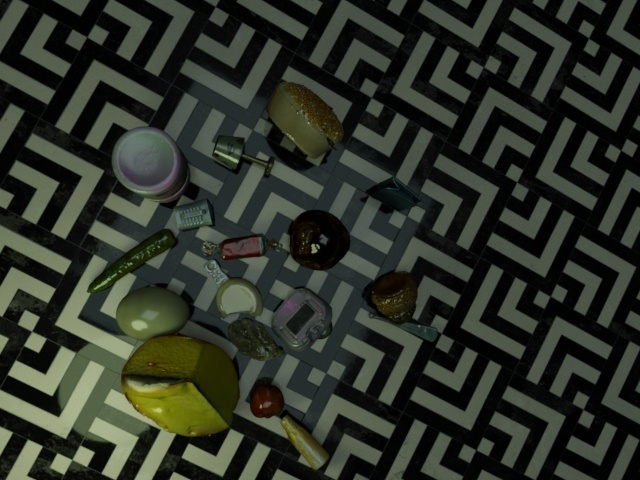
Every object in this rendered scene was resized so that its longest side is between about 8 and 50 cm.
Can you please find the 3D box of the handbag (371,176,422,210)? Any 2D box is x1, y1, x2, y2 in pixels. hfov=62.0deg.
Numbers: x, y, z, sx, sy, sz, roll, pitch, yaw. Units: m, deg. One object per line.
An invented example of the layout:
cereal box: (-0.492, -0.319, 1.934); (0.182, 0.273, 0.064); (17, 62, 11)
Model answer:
handbag: (0.276, -0.162, 1.924); (0.144, 0.221, 0.057); (30, 84, -5)

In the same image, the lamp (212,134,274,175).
lamp: (-0.274, -0.304, 1.906); (0.214, 0.121, 0.122); (20, 86, -16)

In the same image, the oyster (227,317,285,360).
oyster: (-0.243, 0.369, 1.922); (0.132, 0.072, 0.209); (-39, 92, -9)

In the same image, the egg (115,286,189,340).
egg: (-0.572, 0.251, 1.820); (0.241, 0.186, 0.186); (5, 88, -10)

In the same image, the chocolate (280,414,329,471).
chocolate: (-0.063, 0.727, 1.940); (0.085, 0.085, 0.219); (-39, 90, -7)

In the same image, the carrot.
carrot: (-0.669, 0.076, 1.873); (0.358, 0.074, 0.074); (-34, 93, -4)

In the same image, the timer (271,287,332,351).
timer: (-0.070, 0.279, 1.903); (0.190, 0.069, 0.208); (36, 81, 34)

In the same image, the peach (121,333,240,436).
peach: (-0.473, 0.470, 1.786); (0.306, 0.243, 0.380); (-19, 130, 20)

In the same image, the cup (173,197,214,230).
cup: (-0.443, -0.090, 1.874); (0.129, 0.128, 0.095); (-14, 93, -5)

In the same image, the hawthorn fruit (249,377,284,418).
hawthorn fruit: (-0.190, 0.569, 1.899); (0.125, 0.125, 0.140); (0, 91, -8)

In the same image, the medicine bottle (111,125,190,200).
medicine bottle: (-0.548, -0.241, 1.763); (0.211, 0.325, 0.212); (0, 88, -8)

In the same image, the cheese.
cheese: (-0.308, 0.171, 1.916); (0.163, 0.071, 0.249); (-18, 91, -7)

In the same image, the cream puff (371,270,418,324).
cream puff: (0.290, 0.226, 1.962); (0.183, 0.183, 0.169); (-31, 114, -7)

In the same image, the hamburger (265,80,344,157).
hamburger: (-0.051, -0.428, 1.856); (0.170, 0.302, 0.302); (-42, 95, 11)

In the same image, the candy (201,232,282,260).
candy: (-0.282, 0.024, 1.927); (0.291, 0.059, 0.086); (-7, 91, -7)

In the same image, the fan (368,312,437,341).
fan: (0.312, 0.327, 2.020); (0.281, 0.023, 0.057); (16, 96, -7)

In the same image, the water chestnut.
water chestnut: (0.000, 0.000, 1.909); (0.223, 0.238, 0.224); (8, 105, 30)

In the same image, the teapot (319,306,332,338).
teapot: (0.002, 0.303, 1.944); (0.091, 0.091, 0.124); (-5, 90, -9)
